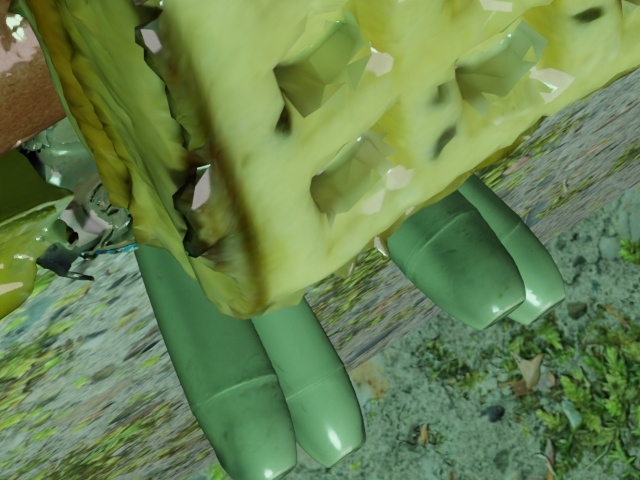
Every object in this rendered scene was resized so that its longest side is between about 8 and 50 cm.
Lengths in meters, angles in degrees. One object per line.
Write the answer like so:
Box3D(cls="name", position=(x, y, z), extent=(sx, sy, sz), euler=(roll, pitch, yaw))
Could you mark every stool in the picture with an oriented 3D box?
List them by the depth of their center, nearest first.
Box3D(cls="stool", position=(0.000, 0.000, 0.984), extent=(0.195, 0.198, 0.195), euler=(-38, 172, 11))

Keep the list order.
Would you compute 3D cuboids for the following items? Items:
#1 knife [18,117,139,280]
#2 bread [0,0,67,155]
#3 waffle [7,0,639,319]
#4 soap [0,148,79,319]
Box3D(cls="knife", position=(-0.030, -0.107, 0.801), extent=(0.089, 0.043, 0.365), euler=(14, 135, -38))
Box3D(cls="bread", position=(-0.128, -0.061, 0.644), extent=(0.192, 0.067, 0.119), euler=(-34, 170, -7))
Box3D(cls="waffle", position=(0.038, -0.149, 0.401), extent=(0.261, 0.114, 0.376), euler=(-30, 154, -10))
Box3D(cls="soap", position=(-0.221, 0.030, 0.747), extent=(0.233, 0.076, 0.135), euler=(-25, 164, -42))
